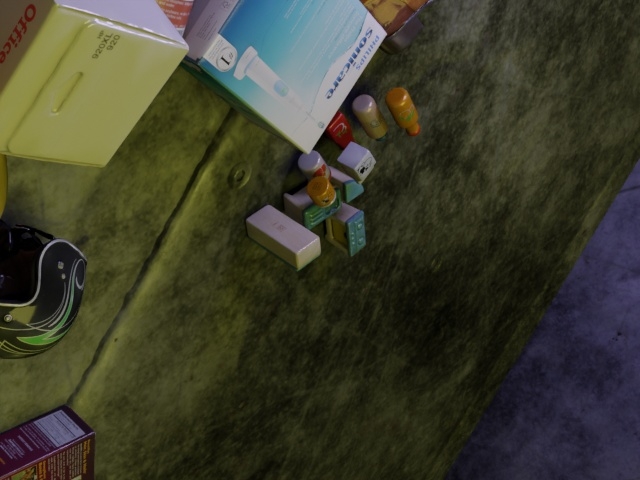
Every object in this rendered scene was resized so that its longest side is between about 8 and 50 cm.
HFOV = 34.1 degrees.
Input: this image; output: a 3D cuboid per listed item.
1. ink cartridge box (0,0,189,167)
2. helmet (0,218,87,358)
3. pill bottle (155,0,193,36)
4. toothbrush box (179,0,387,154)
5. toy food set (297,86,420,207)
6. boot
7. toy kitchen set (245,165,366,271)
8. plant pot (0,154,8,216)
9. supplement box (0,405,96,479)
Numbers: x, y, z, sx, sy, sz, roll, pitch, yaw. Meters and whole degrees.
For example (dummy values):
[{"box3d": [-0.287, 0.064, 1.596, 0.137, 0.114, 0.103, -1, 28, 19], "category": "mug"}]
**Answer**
[{"box3d": [-0.281, -0.214, 1.022, 0.168, 0.233, 0.171, 5, 132, -52], "category": "ink cartridge box"}, {"box3d": [-0.378, 0.067, 1.284, 0.161, 0.169, 0.169, -66, 149, -18], "category": "helmet"}, {"box3d": [-0.199, -0.326, 1.224, 0.121, 0.121, 0.216, 0, 117, -51], "category": "pill bottle"}, {"box3d": [-0.066, -0.282, 1.419, 0.216, 0.126, 0.295, -58, 145, 0], "category": "toothbrush box"}, {"box3d": [0.058, -0.144, 1.698, 0.232, 0.111, 0.104, -53, 146, -10], "category": "toy food set"}, {"box3d": [0.100, -0.454, 1.555, 0.264, 0.096, 0.280, -49, 139, 2], "category": "boot"}, {"box3d": [0.000, 0.000, 1.734, 0.207, 0.122, 0.166, -36, 141, -28], "category": "toy kitchen set"}, {"box3d": [-0.448, -0.023, 1.074, 0.254, 0.254, 0.239, -34, 156, -30], "category": "plant pot"}, {"box3d": [-0.426, 0.332, 1.510, 0.188, 0.081, 0.104, -22, 133, -40], "category": "supplement box"}]
